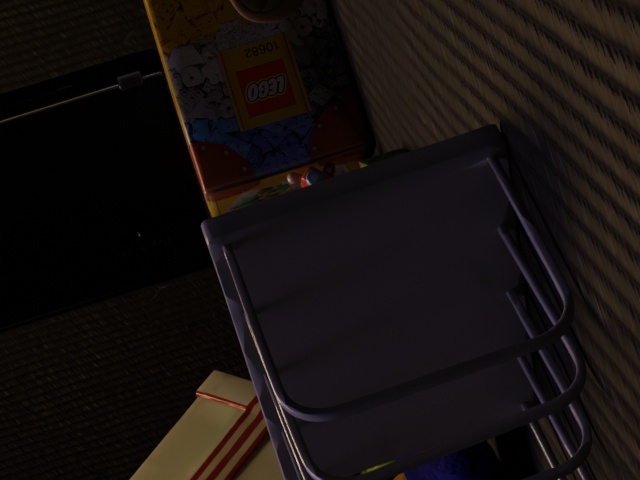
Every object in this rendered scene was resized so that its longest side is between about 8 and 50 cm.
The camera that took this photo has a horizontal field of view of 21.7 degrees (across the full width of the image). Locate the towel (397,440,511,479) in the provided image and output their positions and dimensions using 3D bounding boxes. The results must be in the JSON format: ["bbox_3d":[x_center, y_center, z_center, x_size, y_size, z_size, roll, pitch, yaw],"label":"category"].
[{"bbox_3d":[0.096,0.139,1.420,0.308,0.076,0.227,65,170,-26],"label":"towel"}]

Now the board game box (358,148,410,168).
[{"bbox_3d":[0.075,-0.028,1.474,0.181,0.043,0.092,-131,25,-83],"label":"board game box"}]

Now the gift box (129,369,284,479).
[{"bbox_3d":[-0.054,0.342,2.155,0.276,0.258,0.255,16,141,30],"label":"gift box"}]

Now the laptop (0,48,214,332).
[{"bbox_3d":[-0.353,-0.065,2.130,0.408,0.382,0.236,-120,13,-77],"label":"laptop"}]

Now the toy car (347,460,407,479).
[{"bbox_3d":[0.109,0.289,1.989,0.136,0.159,0.182,25,-154,-36],"label":"toy car"}]

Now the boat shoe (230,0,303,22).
[{"bbox_3d":[-0.066,-0.365,1.624,0.098,0.109,0.302,-96,-5,-78],"label":"boat shoe"}]

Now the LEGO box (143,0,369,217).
[{"bbox_3d":[-0.092,-0.217,2.030,0.500,0.193,0.372,97,156,-83],"label":"LEGO box"}]

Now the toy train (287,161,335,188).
[{"bbox_3d":[0.032,-0.036,1.804,0.125,0.046,0.166,27,165,13],"label":"toy train"}]

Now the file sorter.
[{"bbox_3d":[0.065,0.105,1.063,0.278,0.193,0.173,76,173,-46],"label":"file sorter"}]
